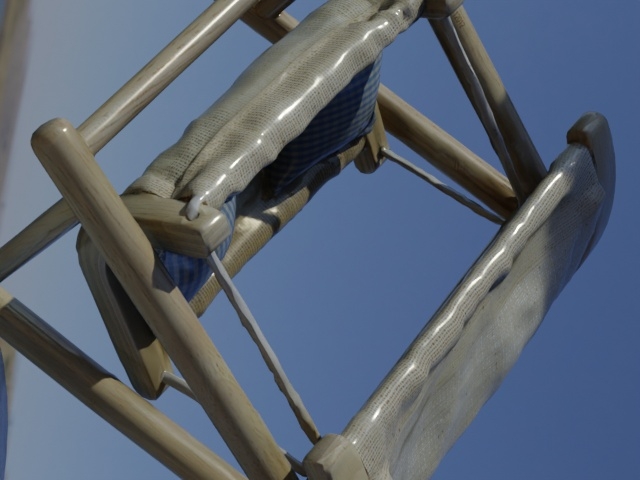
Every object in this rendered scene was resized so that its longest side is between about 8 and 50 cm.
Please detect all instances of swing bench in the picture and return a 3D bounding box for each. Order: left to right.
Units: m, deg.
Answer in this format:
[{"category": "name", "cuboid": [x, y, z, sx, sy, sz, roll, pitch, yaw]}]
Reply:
[{"category": "swing bench", "cuboid": [0.000, 0.000, 0.730, 0.165, 0.254, 0.253, -29, -164, 53]}]

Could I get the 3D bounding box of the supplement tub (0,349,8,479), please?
[{"category": "supplement tub", "cuboid": [-0.272, 0.087, 0.567, 0.191, 0.272, 0.191, 7, 90, -85]}]
